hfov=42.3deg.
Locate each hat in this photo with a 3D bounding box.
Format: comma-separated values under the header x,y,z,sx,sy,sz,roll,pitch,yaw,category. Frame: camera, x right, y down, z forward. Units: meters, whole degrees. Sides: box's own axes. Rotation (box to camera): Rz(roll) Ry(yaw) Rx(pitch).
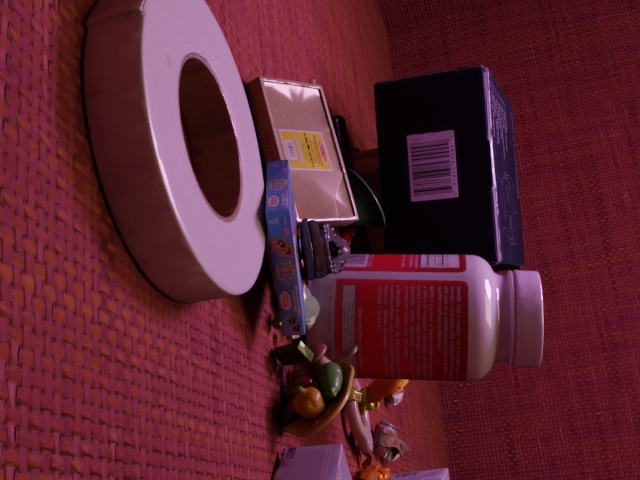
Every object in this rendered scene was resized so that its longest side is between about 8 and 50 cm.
x,y,z,sx,sy,sz,roll,pitch,yaw,category
0.036,-0.053,1.965,0.173,0.183,0.208,58,-11,-10,hat

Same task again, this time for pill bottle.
x,y,z,sx,sy,sz,roll,pitch,yaw,category
0.187,0.139,1.503,0.229,0.407,0.229,0,90,-82,pill bottle

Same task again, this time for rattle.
x,y,z,sx,sy,sz,roll,pitch,yaw,category
0.126,0.384,1.748,0.130,0.142,0.200,-143,-145,-81,rattle

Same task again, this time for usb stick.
x,y,z,sx,sy,sz,roll,pitch,yaw,category
0.061,-0.182,2.115,0.077,0.045,0.278,-14,94,-76,usb stick

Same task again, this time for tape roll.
x,y,z,sx,sy,sz,roll,pitch,yaw,category
-0.160,-0.119,1.000,0.392,0.071,0.392,-10,90,-77,tape roll

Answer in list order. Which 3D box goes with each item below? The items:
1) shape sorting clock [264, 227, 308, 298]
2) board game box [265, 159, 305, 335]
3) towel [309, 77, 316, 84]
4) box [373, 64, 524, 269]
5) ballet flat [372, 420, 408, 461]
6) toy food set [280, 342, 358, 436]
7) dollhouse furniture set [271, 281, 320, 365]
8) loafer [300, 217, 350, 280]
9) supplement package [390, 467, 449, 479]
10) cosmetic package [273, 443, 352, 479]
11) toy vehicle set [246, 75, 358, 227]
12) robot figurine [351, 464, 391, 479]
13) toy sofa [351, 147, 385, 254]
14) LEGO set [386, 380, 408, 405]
x,y,z,sx,sy,sz,roll,pitch,yaw,category
-0.052,0.031,1.440,0.206,0.040,0.206,-11,90,-78,shape sorting clock
-0.051,0.010,1.230,0.160,0.039,0.212,-95,179,-60,board game box
-0.009,-0.352,2.021,0.060,0.009,0.083,-72,149,-64,towel
0.352,-0.155,2.175,0.471,0.297,0.480,8,78,-68,box
0.163,0.500,2.015,0.067,0.073,0.206,-65,151,-20,ballet flat
-0.016,0.223,1.314,0.071,0.128,0.218,51,19,-12,toy food set
-0.026,0.128,1.336,0.076,0.058,0.152,51,42,-27,dollhouse furniture set
0.011,0.010,1.321,0.267,0.084,0.096,173,-89,-89,loafer
0.204,0.656,1.764,0.175,0.177,0.293,23,58,-76,supplement package
0.006,0.432,1.230,0.127,0.107,0.238,-73,154,-58,cosmetic package
-0.030,-0.153,1.455,0.166,0.035,0.267,-2,73,-49,toy vehicle set
0.085,0.533,1.542,0.291,0.085,0.211,-24,103,-78,robot figurine
0.191,-0.098,2.394,0.177,0.150,0.363,-79,156,-56,toy sofa
0.170,0.316,2.166,0.132,0.107,0.287,-55,153,-21,LEGO set
